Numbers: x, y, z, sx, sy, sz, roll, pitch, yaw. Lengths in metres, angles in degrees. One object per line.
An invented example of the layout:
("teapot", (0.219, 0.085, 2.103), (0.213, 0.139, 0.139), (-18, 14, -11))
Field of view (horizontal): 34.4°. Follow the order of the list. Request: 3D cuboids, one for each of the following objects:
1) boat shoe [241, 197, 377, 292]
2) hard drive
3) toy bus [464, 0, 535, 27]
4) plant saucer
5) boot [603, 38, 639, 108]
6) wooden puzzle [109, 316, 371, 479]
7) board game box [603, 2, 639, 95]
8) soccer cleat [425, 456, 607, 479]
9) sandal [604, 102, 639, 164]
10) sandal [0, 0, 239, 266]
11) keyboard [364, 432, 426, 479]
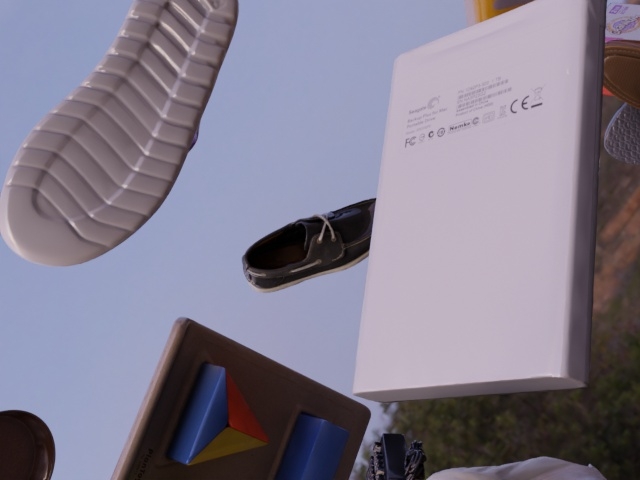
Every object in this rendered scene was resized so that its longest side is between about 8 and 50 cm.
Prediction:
("boat shoe", (0.000, 0.000, 1.447), (0.233, 0.084, 0.079), (-23, -29, -5))
("hard drive", (0.124, -0.032, 0.813), (0.040, 0.203, 0.308), (24, -115, -38))
("toy bus", (0.212, -0.260, 1.048), (0.130, 0.108, 0.333), (-13, -25, 7))
("plant saucer", (-0.393, 0.275, 1.224), (0.168, 0.029, 0.169), (-23, -58, -44))
("boot", (0.375, -0.211, 1.100), (0.073, 0.197, 0.152), (118, 162, -53))
("wooden puzzle", (-0.084, 0.293, 1.158), (0.347, 0.080, 0.322), (33, -109, -40))
("board game box", (0.595, -0.309, 1.714), (0.242, 0.316, 0.064), (-45, -42, -42))
("soccer cleat", (0.188, 0.243, 0.998), (0.076, 0.196, 0.068), (-104, 22, -64))
("sandal", (0.480, -0.193, 1.341), (0.254, 0.097, 0.054), (-44, 1, 14))
("sandal", (-0.220, -0.140, 1.233), (0.416, 0.169, 0.102), (-58, 1, -14))
("keyboard", (0.044, 0.180, 0.692), (0.180, 0.023, 0.108), (-88, 20, -80))
